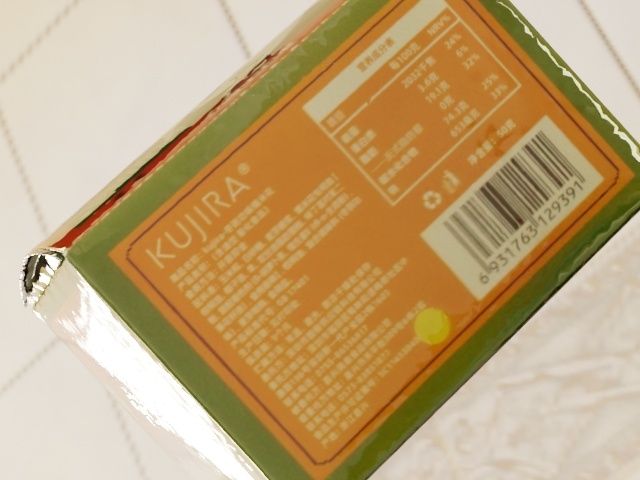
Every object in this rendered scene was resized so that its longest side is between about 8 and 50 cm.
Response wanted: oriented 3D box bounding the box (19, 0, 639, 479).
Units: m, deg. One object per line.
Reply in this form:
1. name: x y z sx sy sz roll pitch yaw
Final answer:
1. box: 0.000 0.000 0.754 0.195 0.177 0.148 -43 93 -14
